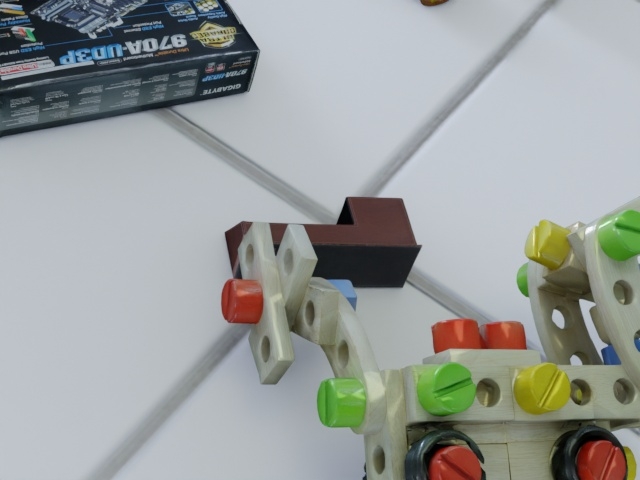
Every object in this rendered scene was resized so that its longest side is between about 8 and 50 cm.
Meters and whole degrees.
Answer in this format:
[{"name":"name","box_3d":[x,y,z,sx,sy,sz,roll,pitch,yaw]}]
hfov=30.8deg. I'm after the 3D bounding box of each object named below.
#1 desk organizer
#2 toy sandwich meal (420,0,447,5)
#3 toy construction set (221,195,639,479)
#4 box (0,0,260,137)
[{"name":"desk organizer","box_3d":[0.000,0.000,0.830,0.130,0.047,0.050,1,48,-18]},{"name":"toy sandwich meal","box_3d":[0.096,-0.257,1.101,0.085,0.029,0.086,7,46,-8]},{"name":"toy construction set","box_3d":[0.104,0.064,0.739,0.327,0.151,0.215,-1,75,-10]},{"name":"box","box_3d":[-0.183,-0.175,0.915,0.220,0.051,0.175,-15,57,-30]}]
